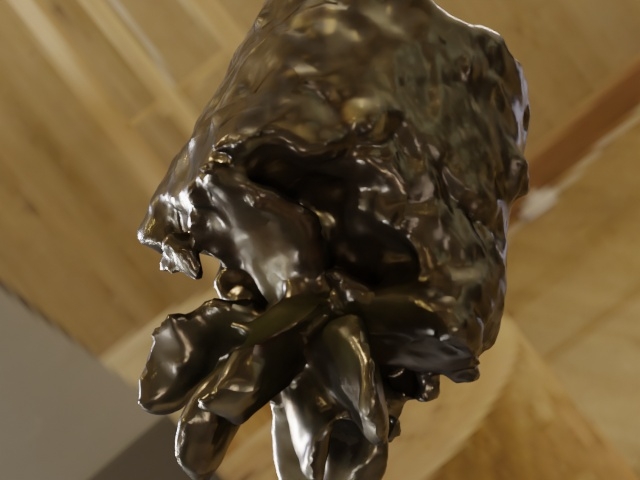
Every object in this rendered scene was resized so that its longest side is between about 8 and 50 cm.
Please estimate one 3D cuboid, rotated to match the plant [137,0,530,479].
[{"bbox_3d":[0.000,0.000,1.088,0.199,0.188,0.276,-35,33,59],"label":"plant"}]
